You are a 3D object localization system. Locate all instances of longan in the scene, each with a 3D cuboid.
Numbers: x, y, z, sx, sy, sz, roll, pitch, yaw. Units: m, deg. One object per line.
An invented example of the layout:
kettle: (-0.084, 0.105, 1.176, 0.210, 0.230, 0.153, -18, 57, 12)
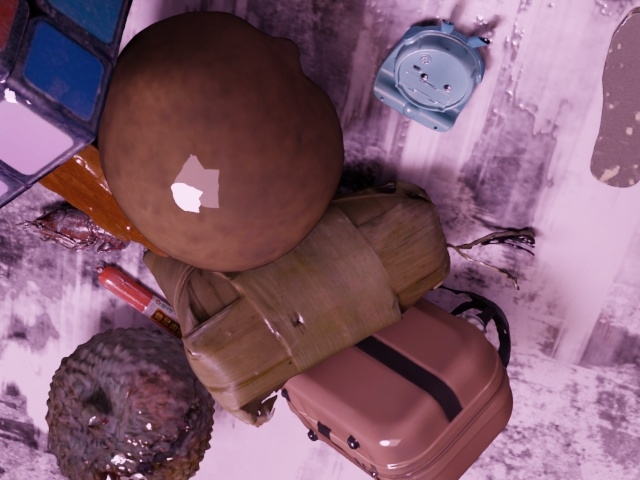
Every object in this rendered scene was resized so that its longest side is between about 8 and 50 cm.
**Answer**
longan: (-0.117, -0.115, 1.789, 0.297, 0.297, 0.297, 10, 135, 11)

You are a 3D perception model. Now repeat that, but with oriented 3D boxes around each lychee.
lychee: (-0.255, 0.249, 2.204, 0.255, 0.255, 0.274, -7, 162, 25)

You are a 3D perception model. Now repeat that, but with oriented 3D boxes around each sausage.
sausage: (-0.210, 0.109, 2.211, 0.253, 0.034, 0.034, 34, 134, -15)

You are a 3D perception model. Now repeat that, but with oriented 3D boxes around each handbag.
handbag: (0.111, 0.160, 1.989, 0.302, 0.283, 0.149, 29, 154, 53)

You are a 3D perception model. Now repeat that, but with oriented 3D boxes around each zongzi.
zongzi: (0.000, 0.000, 2.002, 0.447, 0.418, 0.181, -28, 120, -9)

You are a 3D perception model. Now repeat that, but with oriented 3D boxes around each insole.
insole: (0.349, -0.154, 1.769, 0.081, 0.011, 0.248, 13, 135, 9)

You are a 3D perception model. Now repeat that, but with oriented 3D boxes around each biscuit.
biscuit: (-0.289, -0.086, 1.942, 0.278, 0.043, 0.301, 30, 164, 23)

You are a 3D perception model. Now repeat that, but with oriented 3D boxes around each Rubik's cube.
Rubik's cube: (-0.434, -0.241, 1.701, 0.362, 0.363, 0.359, -31, 129, 33)

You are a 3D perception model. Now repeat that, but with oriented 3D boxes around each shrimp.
shrimp: (-0.333, -0.015, 2.121, 0.165, 0.057, 0.065, 4, 139, 21)

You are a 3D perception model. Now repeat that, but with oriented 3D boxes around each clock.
clock: (0.133, -0.196, 1.785, 0.108, 0.045, 0.147, 27, 135, -8)
